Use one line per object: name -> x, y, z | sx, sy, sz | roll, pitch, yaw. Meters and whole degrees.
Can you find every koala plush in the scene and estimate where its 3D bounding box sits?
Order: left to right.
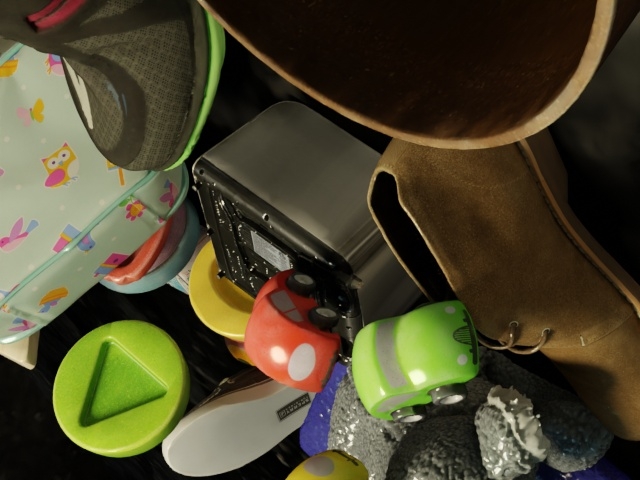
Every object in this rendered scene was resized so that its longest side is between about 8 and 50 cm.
koala plush -> 0.096, 0.172, 0.859 | 0.203, 0.196, 0.221 | 36, -172, -1

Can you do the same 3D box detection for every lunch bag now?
lunch bag -> -0.276, -0.058, 1.140 | 0.224, 0.279, 0.108 | 49, -179, 21

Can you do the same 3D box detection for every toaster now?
toaster -> 0.000, 0.000, 0.960 | 0.186, 0.110, 0.168 | 35, 156, 26

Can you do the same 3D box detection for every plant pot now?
plant pot -> 0.064, -0.182, 0.360 | 0.215, 0.230, 0.215 | 39, 158, 19

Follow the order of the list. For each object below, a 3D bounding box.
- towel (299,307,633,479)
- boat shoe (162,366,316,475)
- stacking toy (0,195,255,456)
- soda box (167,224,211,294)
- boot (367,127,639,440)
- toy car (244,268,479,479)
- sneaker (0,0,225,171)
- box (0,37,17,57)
towel -> 0.132, 0.202, 1.080 | 0.308, 0.076, 0.227 | 38, 131, 20
boat shoe -> -0.066, 0.160, 1.220 | 0.076, 0.228, 0.080 | 32, 145, 53
stacking toy -> -0.174, 0.076, 1.208 | 0.309, 0.279, 0.130 | 33, 166, 26
soda box -> -0.186, 0.003, 1.376 | 0.183, 0.058, 0.063 | 22, 148, 46
boot -> 0.134, 0.040, 0.785 | 0.305, 0.115, 0.112 | 53, 154, -22
toy car -> 0.017, 0.097, 0.771 | 0.225, 0.053, 0.239 | -41, 53, 50
sneaker -> -0.212, -0.220, 0.834 | 0.185, 0.202, 0.483 | 31, 154, 34
box -> -0.375, -0.147, 1.368 | 0.311, 0.121, 0.148 | 8, 138, 57
